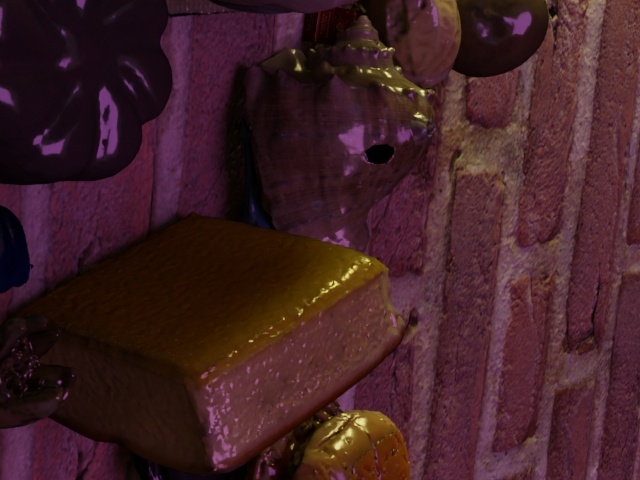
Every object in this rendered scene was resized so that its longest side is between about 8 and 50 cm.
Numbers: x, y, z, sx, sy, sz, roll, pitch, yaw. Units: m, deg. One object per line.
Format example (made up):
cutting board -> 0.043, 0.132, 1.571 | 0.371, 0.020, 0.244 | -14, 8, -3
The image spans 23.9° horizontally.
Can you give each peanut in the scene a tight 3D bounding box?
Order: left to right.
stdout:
peanut -> 0.125, -0.348, 2.020 | 0.130, 0.130, 0.290 | -10, 101, -50

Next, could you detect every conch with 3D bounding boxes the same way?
conch -> 0.028, -0.137, 1.899 | 0.263, 0.186, 0.324 | 11, 64, -30

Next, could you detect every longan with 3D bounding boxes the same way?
longan -> 0.231, -0.316, 2.151 | 0.187, 0.167, 0.167 | -4, 104, -33

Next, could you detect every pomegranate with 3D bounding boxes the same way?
pomegranate -> -0.385, 0.144, 1.410 | 0.306, 0.242, 0.242 | -28, 127, -9

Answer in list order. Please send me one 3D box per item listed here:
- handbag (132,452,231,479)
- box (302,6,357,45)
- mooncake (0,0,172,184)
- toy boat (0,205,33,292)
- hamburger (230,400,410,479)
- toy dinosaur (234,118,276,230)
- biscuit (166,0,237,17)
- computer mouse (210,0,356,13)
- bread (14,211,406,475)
handbag -> -0.130, 0.252, 1.911 | 0.254, 0.093, 0.308 | -43, 131, -34
box -> 0.013, -0.283, 1.990 | 0.082, 0.023, 0.051 | 0, 101, -52
mooncake -> -0.287, -0.195, 1.527 | 0.306, 0.154, 0.306 | -15, 109, -54
toy boat -> -0.404, 0.008, 1.376 | 0.318, 0.219, 0.072 | -9, 119, -48
hamburger -> 0.011, 0.318, 1.898 | 0.244, 0.163, 0.244 | -17, 112, -46
toy dinosaur -> -0.080, 0.021, 1.917 | 0.144, 0.076, 0.329 | -73, 154, -59
biscuit -> -0.131, -0.339, 1.771 | 0.250, 0.046, 0.147 | -15, 111, -48
computer mouse -> -0.003, -0.328, 1.629 | 0.199, 0.389, 0.115 | 78, 7, -47
bread -> -0.127, 0.104, 1.683 | 0.333, 0.324, 0.143 | -31, 123, -42
